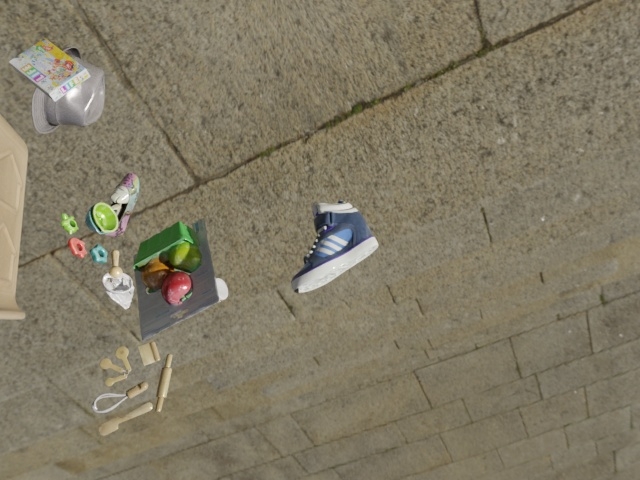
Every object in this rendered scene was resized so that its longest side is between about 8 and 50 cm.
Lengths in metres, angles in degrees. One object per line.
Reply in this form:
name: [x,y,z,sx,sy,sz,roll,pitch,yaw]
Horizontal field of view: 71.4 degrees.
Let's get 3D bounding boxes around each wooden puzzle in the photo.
wooden puzzle: [-0.522,-0.056,0.651,0.081,0.322,0.347,-3,81,-18]

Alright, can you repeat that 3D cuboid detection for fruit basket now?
fruit basket: [-0.507,0.130,1.564,0.327,0.352,0.165,-28,153,12]

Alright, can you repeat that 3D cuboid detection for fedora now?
fedora: [-0.706,-0.419,1.290,0.125,0.275,0.243,17,139,-15]

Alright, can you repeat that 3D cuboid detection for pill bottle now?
pill bottle: [-0.422,0.201,1.631,0.152,0.086,0.086,-25,122,19]

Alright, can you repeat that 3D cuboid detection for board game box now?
board game box: [-0.637,-0.403,1.047,0.154,0.103,0.026,36,160,14]

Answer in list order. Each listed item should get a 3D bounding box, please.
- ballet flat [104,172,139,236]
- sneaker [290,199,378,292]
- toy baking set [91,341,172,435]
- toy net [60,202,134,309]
ballet flat: [-0.632,-0.106,1.395,0.077,0.079,0.221,30,107,15]
sneaker: [0.000,0.000,1.429,0.323,0.236,0.130,-30,162,-13]
toy baking set: [-0.532,0.416,1.268,0.197,0.256,0.030,9,157,-20]
toy net: [-0.449,0.039,0.935,0.045,0.122,0.232,-19,99,13]
